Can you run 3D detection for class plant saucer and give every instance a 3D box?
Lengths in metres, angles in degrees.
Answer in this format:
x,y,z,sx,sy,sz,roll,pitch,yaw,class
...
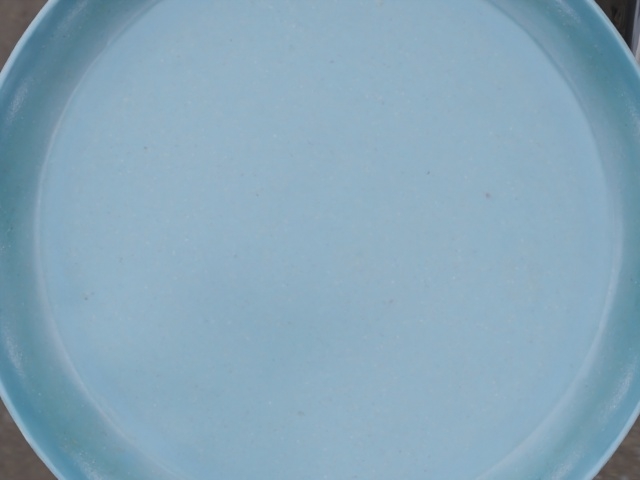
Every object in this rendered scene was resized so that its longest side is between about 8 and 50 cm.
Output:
x,y,z,sx,sy,sz,roll,pitch,yaw,class
0.000,0.000,0.743,0.317,0.044,0.318,0,97,3,plant saucer

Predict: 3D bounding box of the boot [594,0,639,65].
x,y,z,sx,sy,sz,roll,pitch,yaw,class
0.344,-0.216,1.148,0.138,0.284,0.377,-145,66,-75,boot
